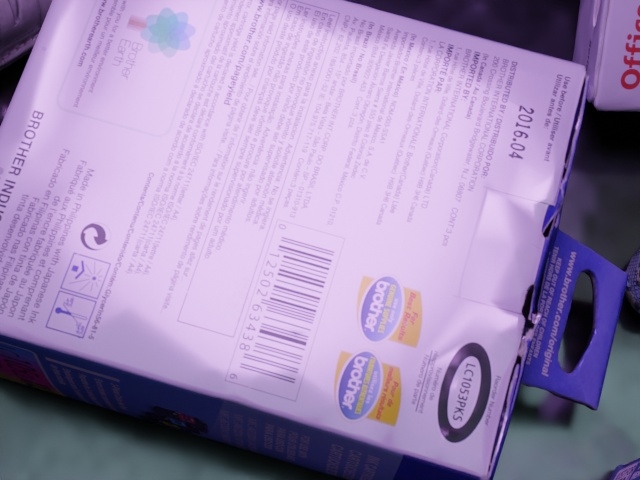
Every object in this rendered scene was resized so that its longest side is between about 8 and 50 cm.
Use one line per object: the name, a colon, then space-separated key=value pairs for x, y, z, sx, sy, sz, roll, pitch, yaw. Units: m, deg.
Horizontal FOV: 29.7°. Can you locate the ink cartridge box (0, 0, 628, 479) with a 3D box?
ink cartridge box: x=0.000 y=0.000 z=0.758 sx=0.396 sy=0.151 sz=0.269 roll=16 pitch=72 yaw=5

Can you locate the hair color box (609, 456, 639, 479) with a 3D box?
hair color box: x=0.319 y=0.244 z=0.672 sx=0.347 sy=0.174 sz=0.105 roll=29 pitch=74 yaw=8

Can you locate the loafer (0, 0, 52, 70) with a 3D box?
loafer: x=-0.239 y=-0.154 z=0.813 sx=0.319 sy=0.111 sz=0.112 roll=-36 pitch=118 yaw=-8

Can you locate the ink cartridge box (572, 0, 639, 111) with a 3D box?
ink cartridge box: x=0.291 y=-0.173 z=0.816 sx=0.220 sy=0.160 sz=0.092 roll=2 pitch=27 yaw=-1

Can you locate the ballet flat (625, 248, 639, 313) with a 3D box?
ballet flat: x=0.277 y=-0.024 z=0.820 sx=0.070 sy=0.070 sz=0.188 roll=34 pitch=73 yaw=9
